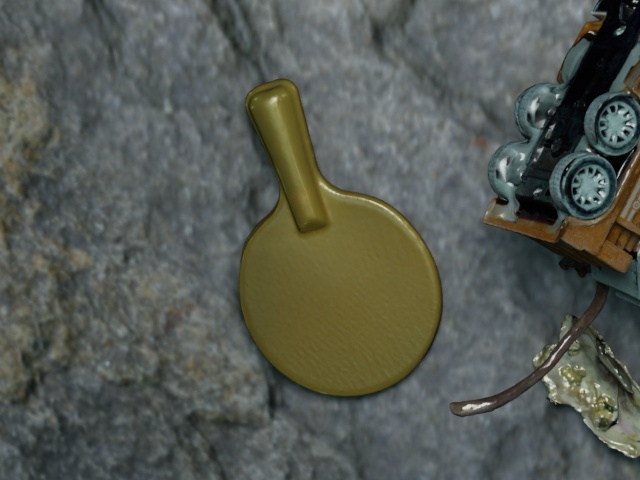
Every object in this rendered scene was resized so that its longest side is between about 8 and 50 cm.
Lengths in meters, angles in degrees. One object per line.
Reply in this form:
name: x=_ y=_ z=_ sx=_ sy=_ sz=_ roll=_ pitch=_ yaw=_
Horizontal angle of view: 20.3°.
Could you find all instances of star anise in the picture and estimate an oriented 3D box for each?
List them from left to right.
star anise: x=0.215 y=0.036 z=1.579 sx=0.218 sy=0.227 sz=0.148 roll=-32 pitch=108 yaw=32

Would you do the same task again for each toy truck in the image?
toy truck: x=0.294 y=-0.124 z=1.519 sx=0.184 sy=0.133 sz=0.338 roll=31 pitch=85 yaw=-25

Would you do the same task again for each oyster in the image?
oyster: x=0.283 y=0.154 z=1.678 sx=0.106 sy=0.061 sz=0.200 roll=-32 pitch=90 yaw=38

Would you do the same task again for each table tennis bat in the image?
table tennis bat: x=0.000 y=0.000 z=1.717 sx=0.198 sy=0.050 sz=0.320 roll=-15 pitch=101 yaw=18
